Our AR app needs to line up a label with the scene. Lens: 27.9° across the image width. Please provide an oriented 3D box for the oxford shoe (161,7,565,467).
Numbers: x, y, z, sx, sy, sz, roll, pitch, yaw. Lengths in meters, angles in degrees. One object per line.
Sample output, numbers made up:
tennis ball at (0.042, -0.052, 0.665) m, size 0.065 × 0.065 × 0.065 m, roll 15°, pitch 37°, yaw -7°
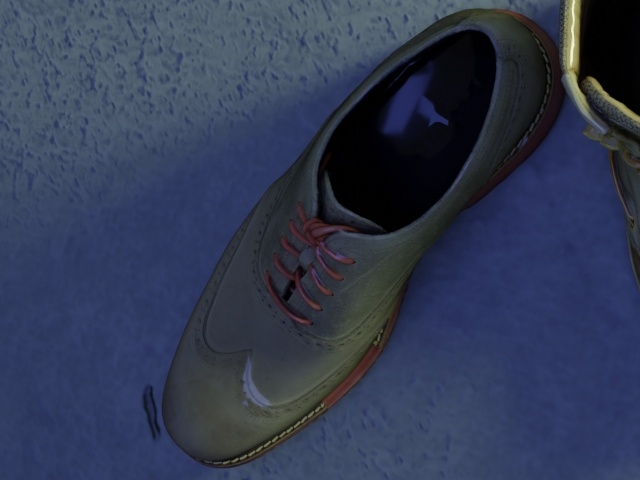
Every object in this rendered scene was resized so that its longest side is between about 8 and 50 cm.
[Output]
oxford shoe at (0.000, 0.000, 0.763) m, size 0.123 × 0.130 × 0.348 m, roll 39°, pitch 104°, yaw 14°

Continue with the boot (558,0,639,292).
boot at (0.187, -0.036, 0.655) m, size 0.095 × 0.203 × 0.262 m, roll -8°, pitch 88°, yaw 21°
